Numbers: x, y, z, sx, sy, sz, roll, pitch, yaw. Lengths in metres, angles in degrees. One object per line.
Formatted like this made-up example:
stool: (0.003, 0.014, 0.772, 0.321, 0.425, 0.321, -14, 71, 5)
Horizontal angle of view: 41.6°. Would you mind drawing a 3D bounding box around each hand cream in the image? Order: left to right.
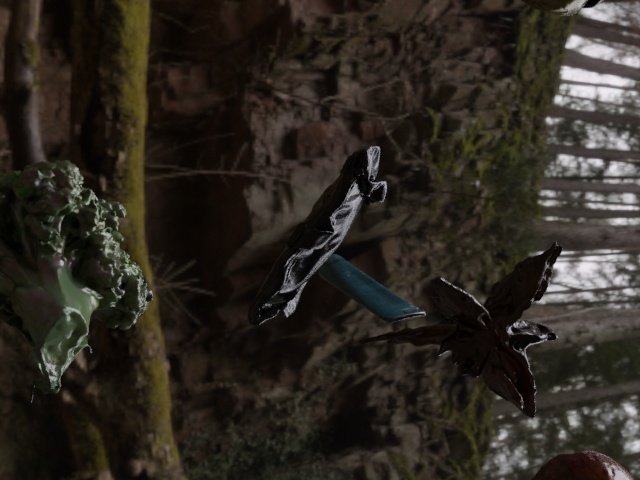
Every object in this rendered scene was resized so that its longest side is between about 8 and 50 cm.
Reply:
hand cream: (0.070, 0.078, 1.367, 0.224, 0.083, 0.048, 33, -60, 47)

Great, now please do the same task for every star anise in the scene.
star anise: (0.131, 0.077, 0.772, 0.144, 0.140, 0.159, -165, -106, -64)

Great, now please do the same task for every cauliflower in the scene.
cauliflower: (-0.309, 0.051, 0.964, 0.239, 0.256, 0.315, -39, -139, 10)

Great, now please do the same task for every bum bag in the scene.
bum bag: (0.000, 0.000, 0.758, 0.049, 0.087, 0.198, 37, -83, 6)

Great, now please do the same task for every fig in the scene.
fig: (0.463, 0.498, 1.457, 0.224, 0.223, 0.263, -58, -147, 37)

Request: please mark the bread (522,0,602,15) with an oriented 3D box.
bread: (0.315, -0.454, 1.011, 0.251, 0.208, 0.377, 43, -37, 10)
